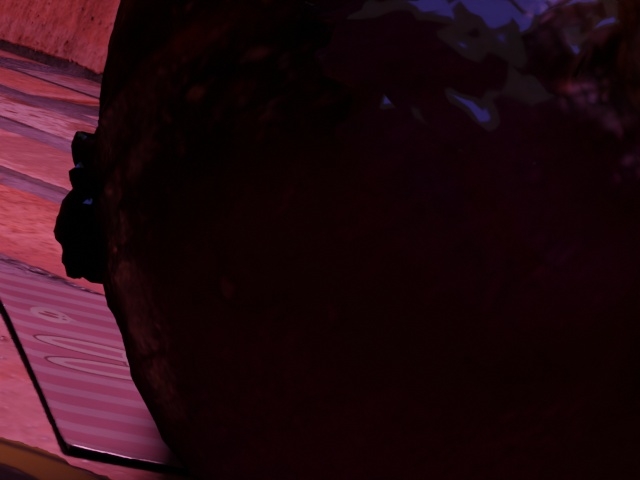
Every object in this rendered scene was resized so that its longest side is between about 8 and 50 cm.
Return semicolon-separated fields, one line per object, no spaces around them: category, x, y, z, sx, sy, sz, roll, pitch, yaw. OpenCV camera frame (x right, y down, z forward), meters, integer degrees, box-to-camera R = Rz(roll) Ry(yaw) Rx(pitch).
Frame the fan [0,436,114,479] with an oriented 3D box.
fan;-0.088;0.112;0.434;0.335;0.011;0.229;19;7;22

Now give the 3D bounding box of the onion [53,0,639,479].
onion;0.046;0.006;0.575;0.347;0.348;0.385;14;-27;-28

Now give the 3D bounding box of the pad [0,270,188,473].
pad;-0.069;0.075;0.755;0.202;0.005;0.300;15;8;-22
